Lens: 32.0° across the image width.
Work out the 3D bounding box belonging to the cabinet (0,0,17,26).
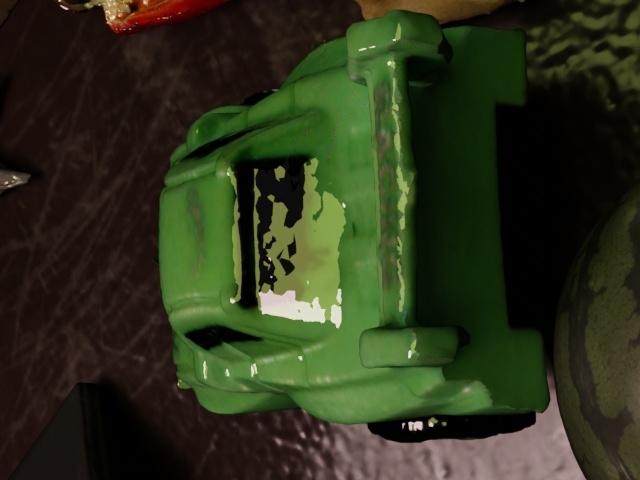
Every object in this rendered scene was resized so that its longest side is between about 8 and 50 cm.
[{"bbox_3d":[-0.305,-0.292,0.861,0.215,0.148,0.175,-49,66,21],"label":"cabinet"}]

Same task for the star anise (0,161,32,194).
[{"bbox_3d":[-0.320,-0.064,0.917,0.172,0.063,0.208,-25,77,28],"label":"star anise"}]

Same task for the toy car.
[{"bbox_3d":[0.000,0.000,0.609,0.359,0.176,0.213,-8,82,55],"label":"toy car"}]

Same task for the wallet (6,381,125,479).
[{"bbox_3d":[-0.222,0.235,0.834,0.250,0.044,0.149,-53,31,18],"label":"wallet"}]

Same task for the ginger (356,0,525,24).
[{"bbox_3d":[0.046,-0.185,0.686,0.190,0.069,0.095,40,133,22],"label":"ginger"}]

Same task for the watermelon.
[{"bbox_3d":[0.209,0.055,0.506,0.212,0.212,0.212,0,89,32],"label":"watermelon"}]

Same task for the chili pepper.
[{"bbox_3d":[-0.101,-0.182,0.780,0.268,0.050,0.059,-2,106,42],"label":"chili pepper"}]

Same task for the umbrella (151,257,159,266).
[{"bbox_3d":[-0.082,0.047,0.799,0.122,0.013,0.022,44,132,23],"label":"umbrella"}]
